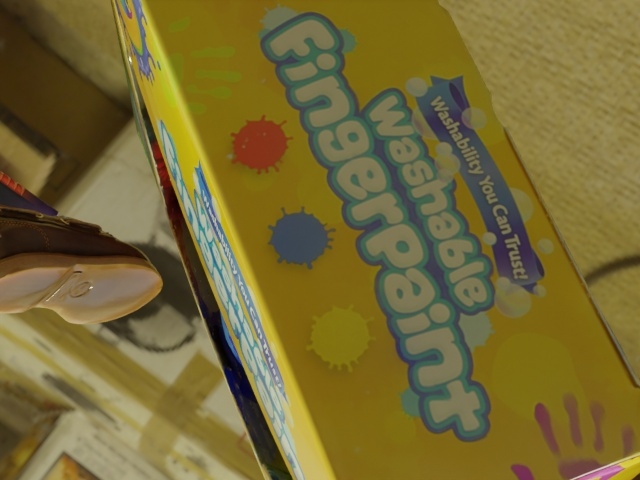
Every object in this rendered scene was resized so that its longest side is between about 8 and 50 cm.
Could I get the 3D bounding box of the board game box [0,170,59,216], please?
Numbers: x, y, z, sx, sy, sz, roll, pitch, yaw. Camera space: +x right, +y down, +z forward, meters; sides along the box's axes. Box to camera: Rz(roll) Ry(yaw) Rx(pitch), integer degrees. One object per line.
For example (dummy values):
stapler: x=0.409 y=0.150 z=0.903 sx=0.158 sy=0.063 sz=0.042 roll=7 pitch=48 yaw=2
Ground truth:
board game box: x=-0.309 y=0.010 z=0.960 sx=0.048 sy=0.170 sz=0.141 roll=17 pitch=163 yaw=47

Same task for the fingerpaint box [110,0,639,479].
fingerpaint box: x=0.000 y=0.000 z=0.775 sx=0.371 sy=0.163 sz=0.445 roll=96 pitch=153 yaw=-67

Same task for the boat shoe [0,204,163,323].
boat shoe: x=-0.184 y=0.011 z=0.856 sx=0.073 sy=0.073 sz=0.207 roll=55 pitch=-168 yaw=19
